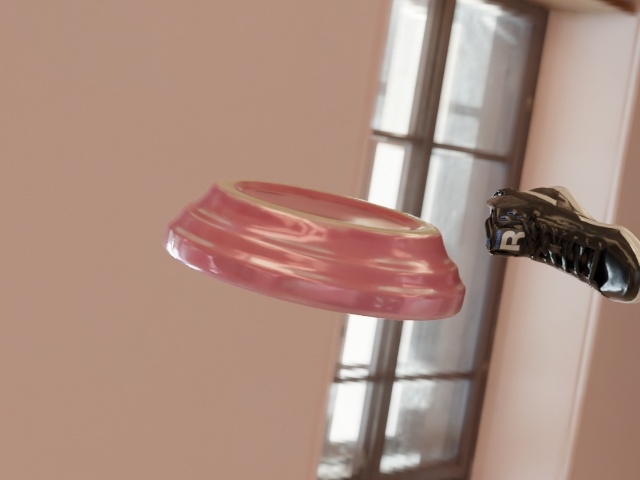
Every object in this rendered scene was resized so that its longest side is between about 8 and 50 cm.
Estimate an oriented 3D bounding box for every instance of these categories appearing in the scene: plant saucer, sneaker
[{"bbox_3d":[0.000,0.000,1.280,0.332,0.084,0.332,12,-170,-2],"label":"plant saucer"},{"bbox_3d":[0.245,0.010,1.248,0.121,0.079,0.217,-5,-154,-19],"label":"sneaker"}]
